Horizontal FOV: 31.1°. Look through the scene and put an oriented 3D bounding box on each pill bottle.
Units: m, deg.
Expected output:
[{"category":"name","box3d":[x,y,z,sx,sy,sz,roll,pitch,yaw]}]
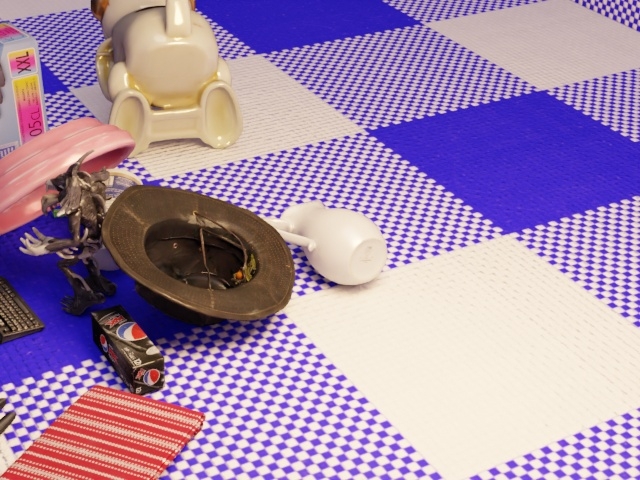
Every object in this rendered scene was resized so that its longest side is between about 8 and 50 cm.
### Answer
[{"category":"pill bottle","box3d":[-0.368,-0.035,2.034,0.094,0.094,0.169,2,55,0]}]

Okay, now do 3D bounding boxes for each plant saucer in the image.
[{"category":"plant saucer","box3d":[-0.484,-0.116,2.012,0.332,0.084,0.332,-32,0,0]}]

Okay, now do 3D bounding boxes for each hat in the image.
[{"category":"hat","box3d":[-0.212,0.051,1.884,0.331,0.134,0.331,20,37,-15]}]

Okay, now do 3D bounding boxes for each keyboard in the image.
[{"category":"keyboard","box3d":[-0.535,0.111,1.885,0.108,0.023,0.180,-19,36,-31]}]

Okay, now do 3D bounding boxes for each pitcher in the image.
[{"category":"pitcher","box3d":[0.000,0.000,1.997,0.178,0.125,0.207,-5,23,-37]}]

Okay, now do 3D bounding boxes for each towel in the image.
[{"category":"towel","box3d":[-0.303,0.300,1.579,0.199,0.031,0.275,12,30,19]}]

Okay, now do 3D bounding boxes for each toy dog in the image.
[{"category":"toy dog","box3d":[-0.364,-0.421,2.447,0.285,0.395,0.408,-15,42,-10]}]

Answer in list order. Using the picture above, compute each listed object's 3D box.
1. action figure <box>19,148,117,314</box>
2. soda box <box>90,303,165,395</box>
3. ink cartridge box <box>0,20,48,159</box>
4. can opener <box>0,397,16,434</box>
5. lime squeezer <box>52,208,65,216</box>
[{"category":"action figure","box3d":[-0.407,-0.019,1.863,0.141,0.275,0.164,6,31,11]},{"category":"soda box","box3d":[-0.297,0.167,1.770,0.053,0.060,0.169,-15,35,-28]},{"category":"ink cartridge box","box3d":[-0.740,-0.241,2.219,0.396,0.270,0.151,-20,32,-32]},{"category":"can opener","box3d":[-0.483,0.278,1.583,0.073,0.059,0.186,-14,12,28]},{"category":"lime squeezer","box3d":[-0.344,-0.030,2.120,0.310,0.059,0.110,21,66,26]}]
